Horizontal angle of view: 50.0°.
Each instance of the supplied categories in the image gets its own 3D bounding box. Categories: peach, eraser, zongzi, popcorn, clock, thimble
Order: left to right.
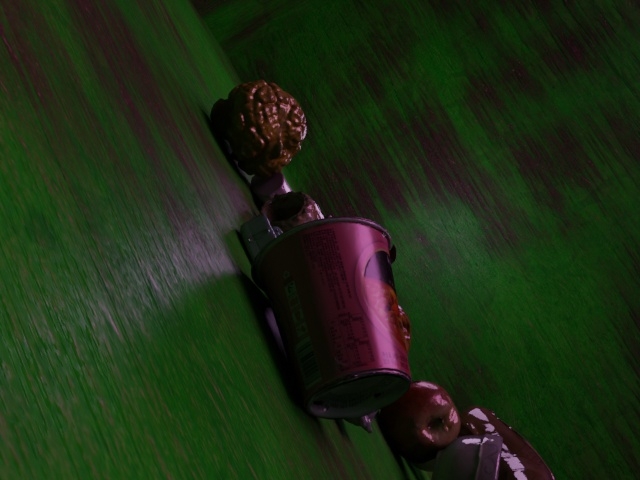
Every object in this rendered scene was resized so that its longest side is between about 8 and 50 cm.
[{"bbox_3d":[-0.160,-0.278,1.721,0.237,0.206,0.251,44,-20,-29],"label":"popcorn"},{"bbox_3d":[-0.078,0.044,1.302,0.159,0.066,0.211,63,3,14],"label":"clock"},{"bbox_3d":[-0.078,-0.051,1.817,0.270,0.094,0.174,61,-5,-28],"label":"eraser"},{"bbox_3d":[-0.057,-0.023,1.562,0.144,0.137,0.190,60,-7,-29],"label":"thimble"},{"bbox_3d":[0.259,0.483,1.841,0.214,0.214,0.235,62,-14,3],"label":"peach"},{"bbox_3d":[0.494,0.587,1.964,0.500,0.218,0.467,54,-8,37],"label":"zongzi"}]

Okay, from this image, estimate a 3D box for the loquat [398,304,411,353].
[{"bbox_3d":[0.129,0.248,1.749,0.213,0.213,0.213,61,3,-6],"label":"loquat"}]

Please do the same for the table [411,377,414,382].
[{"bbox_3d":[0.228,0.457,2.043,0.111,0.121,0.240,63,4,37],"label":"table"}]

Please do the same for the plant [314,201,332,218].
[{"bbox_3d":[0.000,0.002,2.178,0.275,0.149,0.146,55,29,1],"label":"plant"}]

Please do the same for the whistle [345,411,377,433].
[{"bbox_3d":[0.039,0.231,1.230,0.101,0.105,0.253,-15,-83,62],"label":"whistle"}]

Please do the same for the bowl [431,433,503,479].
[{"bbox_3d":[0.351,0.616,1.673,0.307,0.163,0.307,10,90,-75],"label":"bowl"}]

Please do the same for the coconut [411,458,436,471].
[{"bbox_3d":[0.315,0.572,2.001,0.171,0.170,0.183,-112,180,-63],"label":"coconut"}]

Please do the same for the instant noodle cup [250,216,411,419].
[{"bbox_3d":[0.028,0.128,1.063,0.244,0.243,0.255,57,15,-55],"label":"instant noodle cup"}]
